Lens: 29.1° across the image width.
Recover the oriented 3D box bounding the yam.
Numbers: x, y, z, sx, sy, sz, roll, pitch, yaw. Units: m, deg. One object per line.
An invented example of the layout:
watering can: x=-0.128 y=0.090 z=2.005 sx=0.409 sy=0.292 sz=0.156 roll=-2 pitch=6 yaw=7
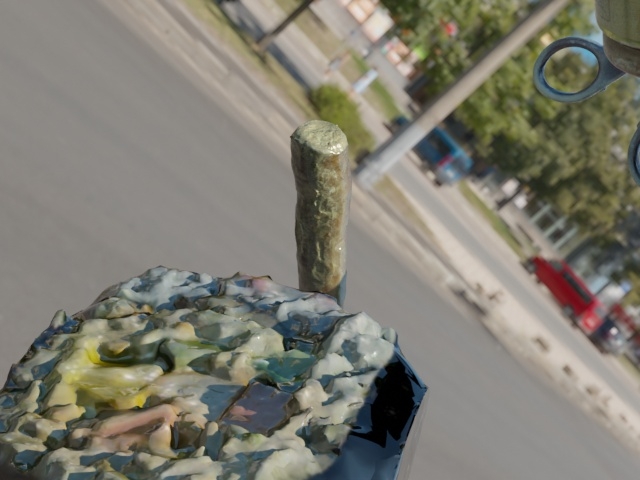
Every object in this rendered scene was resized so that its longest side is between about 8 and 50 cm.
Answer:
yam: x=0.000 y=0.000 z=1.266 sx=0.061 sy=0.061 sz=0.274 roll=-124 pitch=-154 yaw=-45

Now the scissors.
scissors: x=0.468 y=-0.256 z=1.553 sx=0.256 sy=0.383 sz=0.029 roll=48 pitch=32 yaw=9

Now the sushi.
sushi: x=-0.082 y=0.208 z=0.953 sx=0.328 sy=0.329 sz=0.285 roll=-59 pitch=149 yaw=-60

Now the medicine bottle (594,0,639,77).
medicine bottle: x=0.321 y=-0.315 z=1.124 sx=0.151 sy=0.151 sz=0.322 roll=-123 pitch=-166 yaw=-50
